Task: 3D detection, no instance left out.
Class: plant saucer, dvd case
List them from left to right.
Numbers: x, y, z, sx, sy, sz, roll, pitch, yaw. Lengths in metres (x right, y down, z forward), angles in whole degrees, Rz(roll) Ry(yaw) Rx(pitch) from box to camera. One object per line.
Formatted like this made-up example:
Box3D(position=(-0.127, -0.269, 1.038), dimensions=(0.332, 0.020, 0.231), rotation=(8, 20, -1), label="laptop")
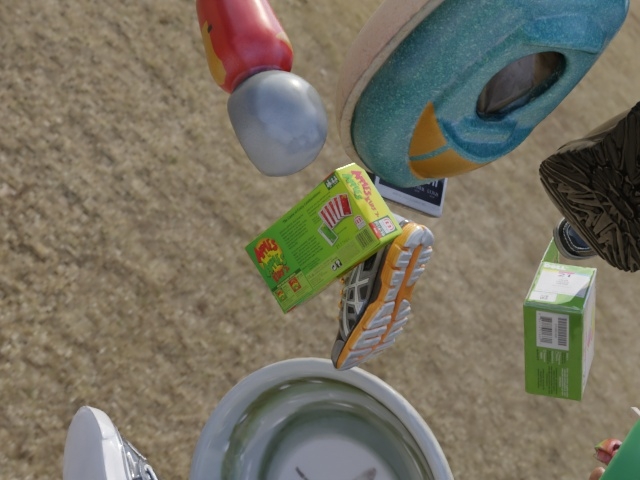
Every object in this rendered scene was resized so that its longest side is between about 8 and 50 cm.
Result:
Box3D(position=(0.012, 0.346, 1.339), dimensions=(0.101, 0.400, 0.400), rotation=(4, 54, -58), label="plant saucer")
Box3D(position=(0.143, -0.168, 1.600), dimensions=(0.179, 0.030, 0.238), rotation=(16, 81, -48), label="dvd case")

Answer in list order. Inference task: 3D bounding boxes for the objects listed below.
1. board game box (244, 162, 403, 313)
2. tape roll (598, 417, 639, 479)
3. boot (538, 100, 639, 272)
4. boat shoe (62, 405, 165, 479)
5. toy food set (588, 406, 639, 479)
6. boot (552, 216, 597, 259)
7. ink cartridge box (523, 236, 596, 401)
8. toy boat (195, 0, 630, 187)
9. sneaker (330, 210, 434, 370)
Box3D(position=(0.000, 0.000, 1.170), dimensions=(0.043, 0.181, 0.092), rotation=(-24, 79, -46), label="board game box")
Box3D(position=(0.231, 0.194, 0.589), dimensions=(0.077, 0.321, 0.321), rotation=(28, 14, 40), label="tape roll")
Box3D(position=(0.352, -0.102, 0.888), dimensions=(0.131, 0.260, 0.348), rotation=(55, -12, 2), label="boot")
Box3D(position=(-0.230, 0.320, 1.294), dimensions=(0.102, 0.108, 0.301), rotation=(16, 21, -38), label="boat shoe")
Box3D(position=(0.333, 0.300, 1.212), dimensions=(0.071, 0.217, 0.128), rotation=(0, 21, -5), label="toy food set")
Box3D(position=(0.491, -0.051, 1.638), dimensions=(0.236, 0.178, 0.085), rotation=(-17, 79, -30), label="boot")
Box3D(position=(0.418, 0.115, 1.787), dimensions=(0.255, 0.097, 0.188), rotation=(-54, 144, -49), label="ink cartridge box")
Box3D(position=(0.064, -0.114, 0.759), dimensions=(0.318, 0.267, 0.148), rotation=(-4, 60, -32), label="toy boat")
Box3D(position=(0.058, 0.057, 1.223), dimensions=(0.083, 0.214, 0.084), rotation=(38, 28, 30), label="sneaker")
